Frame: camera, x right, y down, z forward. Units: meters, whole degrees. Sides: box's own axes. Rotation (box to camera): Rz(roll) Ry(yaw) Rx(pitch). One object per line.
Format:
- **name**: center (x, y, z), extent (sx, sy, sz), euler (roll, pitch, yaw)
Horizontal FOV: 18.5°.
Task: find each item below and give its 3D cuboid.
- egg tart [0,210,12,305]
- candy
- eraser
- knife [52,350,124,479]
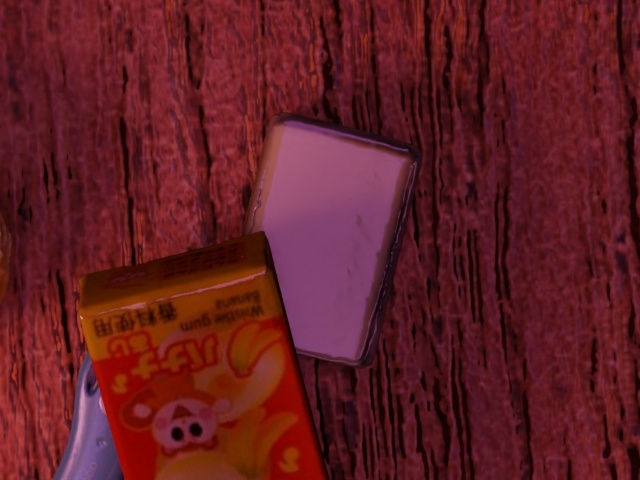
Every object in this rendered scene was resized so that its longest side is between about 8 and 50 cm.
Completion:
- **egg tart**: center (-0.312, 0.007, 1.403), extent (0.191, 0.074, 0.191), euler (-4, 106, -14)
- **candy**: center (-0.072, 0.145, 1.413), extent (0.146, 0.088, 0.276), euler (-13, 108, -1)
- **eraser**: center (0.000, 0.000, 1.469), extent (0.117, 0.058, 0.172), euler (13, 90, -5)
- **knife**: center (-0.174, 0.162, 1.465), extent (0.064, 0.031, 0.222), euler (23, 92, -13)
